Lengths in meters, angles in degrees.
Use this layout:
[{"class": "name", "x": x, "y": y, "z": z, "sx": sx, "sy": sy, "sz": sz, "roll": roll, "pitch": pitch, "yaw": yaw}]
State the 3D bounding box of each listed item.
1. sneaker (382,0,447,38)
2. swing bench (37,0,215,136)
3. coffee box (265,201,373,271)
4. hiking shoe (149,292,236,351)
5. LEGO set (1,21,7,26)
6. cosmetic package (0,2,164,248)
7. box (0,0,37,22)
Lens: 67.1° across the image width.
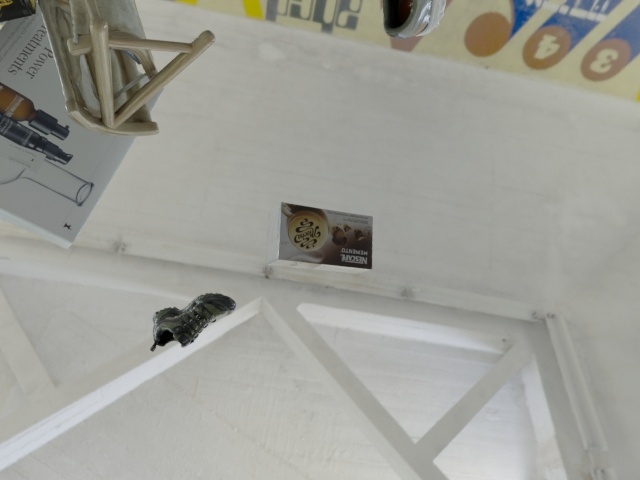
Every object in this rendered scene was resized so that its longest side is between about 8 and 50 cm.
[{"class": "sneaker", "x": 0.138, "y": -0.438, "z": 0.719, "sx": 0.100, "sy": 0.272, "sz": 0.108, "roll": 25, "pitch": -133, "yaw": 35}, {"class": "swing bench", "x": -0.303, "y": -0.318, "z": 0.683, "sx": 0.165, "sy": 0.254, "sz": 0.253, "roll": -13, "pitch": -102, "yaw": -41}, {"class": "coffee box", "x": 0.000, "y": 0.000, "z": 1.421, "sx": 0.297, "sy": 0.119, "sz": 0.168, "roll": 8, "pitch": -104, "yaw": -23}, {"class": "hiking shoe", "x": -0.308, "y": 0.208, "z": 1.180, "sx": 0.226, "sy": 0.086, "sz": 0.114, "roll": -20, "pitch": -134, "yaw": 13}, {"class": "LEGO set", "x": -0.812, "y": -0.605, "z": 1.294, "sx": 0.287, "sy": 0.132, "sz": 0.107, "roll": 36, "pitch": -102, "yaw": 23}, {"class": "cosmetic package", "x": -0.514, "y": -0.216, "z": 0.909, "sx": 0.284, "sy": 0.097, "sz": 0.377, "roll": 32, "pitch": -115, "yaw": -28}, {"class": "box", "x": -0.579, "y": -0.406, "z": 0.740, "sx": 0.257, "sy": 0.079, "sz": 0.322, "roll": -18, "pitch": -133, "yaw": -11}]
